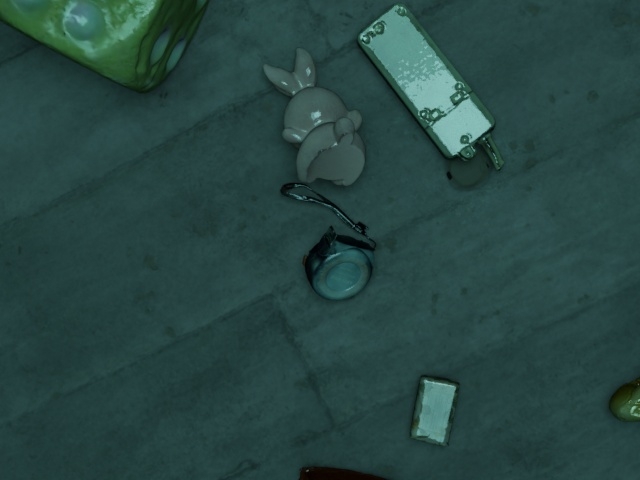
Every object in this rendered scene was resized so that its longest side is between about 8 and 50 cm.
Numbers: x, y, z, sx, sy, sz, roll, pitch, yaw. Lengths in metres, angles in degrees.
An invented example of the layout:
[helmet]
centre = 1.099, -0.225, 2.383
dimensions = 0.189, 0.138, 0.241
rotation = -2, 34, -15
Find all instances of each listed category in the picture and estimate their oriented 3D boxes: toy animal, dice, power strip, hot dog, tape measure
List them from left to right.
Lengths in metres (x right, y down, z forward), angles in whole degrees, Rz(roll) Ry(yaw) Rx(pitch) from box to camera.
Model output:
[dice]
centre = -0.304, -0.369, 1.604
dimensions = 0.254, 0.250, 0.252
rotation = 26, 92, 5
[toy animal]
centre = -0.005, -0.182, 1.664
dimensions = 0.124, 0.124, 0.213
rotation = -24, 56, 4
[tape measure]
centre = 0.003, 0.000, 1.687
dimensions = 0.180, 0.104, 0.107
rotation = 52, 121, 35
[power strip]
centre = 0.171, -0.213, 1.662
dimensions = 0.093, 0.053, 0.288
rotation = -37, 88, 3
[hot dog]
centre = 0.537, 0.214, 1.617
dimensions = 0.242, 0.084, 0.073
rotation = -5, 86, 5

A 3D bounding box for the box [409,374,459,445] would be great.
[box]
centre = 0.169, 0.251, 1.667
dimensions = 0.062, 0.045, 0.098
rotation = 9, 92, 6

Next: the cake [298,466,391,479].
[cake]
centre = 0.060, 0.432, 1.584
dimensions = 0.159, 0.262, 0.158
rotation = 6, 95, -15
